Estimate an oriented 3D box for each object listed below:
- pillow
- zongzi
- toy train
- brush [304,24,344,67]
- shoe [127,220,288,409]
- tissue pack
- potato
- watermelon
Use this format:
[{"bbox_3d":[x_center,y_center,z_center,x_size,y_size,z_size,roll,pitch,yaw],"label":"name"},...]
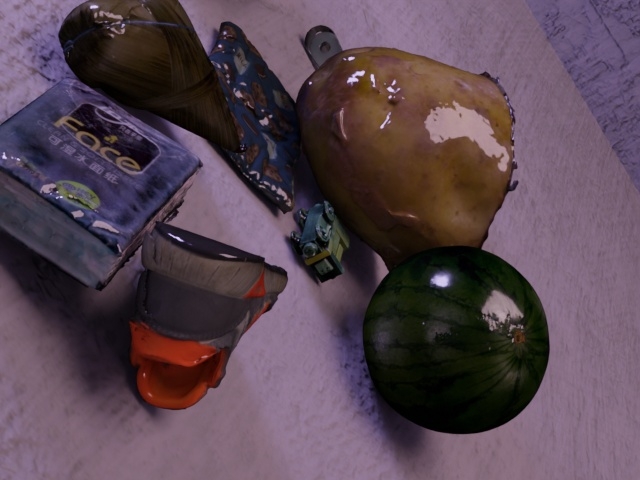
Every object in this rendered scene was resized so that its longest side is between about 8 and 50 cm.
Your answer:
[{"bbox_3d":[-0.088,-0.165,1.996,0.189,0.034,0.256,47,28,-25],"label":"pillow"},{"bbox_3d":[-0.184,-0.171,1.700,0.242,0.112,0.221,59,22,-8],"label":"zongzi"},{"bbox_3d":[0.000,0.000,1.969,0.081,0.050,0.122,59,21,-23],"label":"toy train"},{"bbox_3d":[0.062,-0.192,2.308,0.297,0.068,0.060,62,3,8],"label":"brush"},{"bbox_3d":[-0.122,0.086,1.515,0.132,0.171,0.336,18,-4,4],"label":"shoe"},{"bbox_3d":[-0.228,-0.059,1.466,0.173,0.073,0.235,34,27,1],"label":"tissue pack"},{"bbox_3d":[0.086,-0.122,2.039,0.237,0.301,0.289,20,20,-34],"label":"potato"},{"bbox_3d":[0.170,0.126,1.933,0.242,0.242,0.242,46,27,-32],"label":"watermelon"}]
